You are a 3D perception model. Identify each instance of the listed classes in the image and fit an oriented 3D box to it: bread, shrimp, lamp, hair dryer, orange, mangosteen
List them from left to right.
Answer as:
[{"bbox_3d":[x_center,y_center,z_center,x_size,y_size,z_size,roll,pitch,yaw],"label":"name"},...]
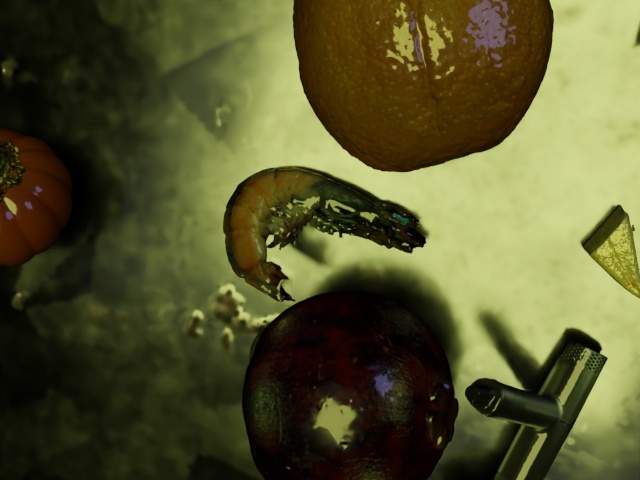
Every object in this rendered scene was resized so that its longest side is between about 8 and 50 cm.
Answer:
[{"bbox_3d":[-0.483,-0.063,1.247,0.223,0.196,0.223,1,60,-1],"label":"lamp"},{"bbox_3d":[0.000,0.000,1.169,0.290,0.222,0.054,15,144,5],"label":"shrimp"},{"bbox_3d":[0.007,0.219,1.135,0.359,0.306,0.306,-2,97,28],"label":"mangosteen"},{"bbox_3d":[0.119,-0.271,1.039,0.322,0.322,0.357,-13,88,13],"label":"orange"},{"bbox_3d":[0.232,0.271,1.125,0.284,0.155,0.320,15,99,-33],"label":"hair dryer"},{"bbox_3d":[0.421,0.021,1.126,0.109,0.084,0.080,43,105,4],"label":"bread"}]
